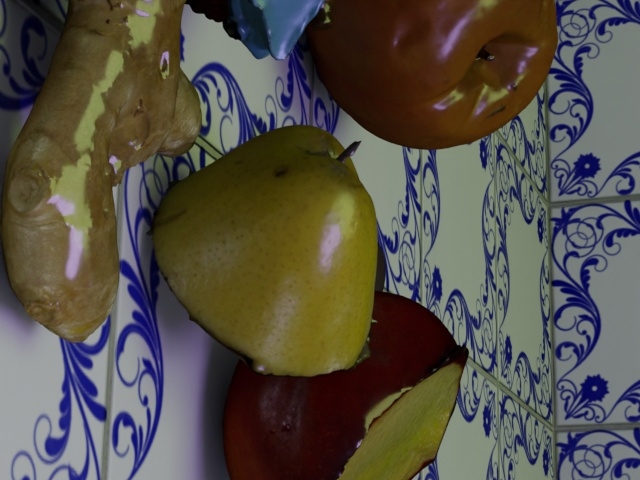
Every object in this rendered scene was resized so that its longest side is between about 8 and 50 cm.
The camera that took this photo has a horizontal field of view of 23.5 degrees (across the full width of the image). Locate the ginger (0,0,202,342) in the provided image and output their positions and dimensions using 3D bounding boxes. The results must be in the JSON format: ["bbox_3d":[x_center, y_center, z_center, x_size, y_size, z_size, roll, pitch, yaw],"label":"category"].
[{"bbox_3d":[-0.175,-0.141,1.261,0.363,0.122,0.348,-56,154,-50],"label":"ginger"}]

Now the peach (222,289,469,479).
[{"bbox_3d":[-0.001,0.187,1.622,0.362,0.201,0.257,-39,152,-47],"label":"peach"}]

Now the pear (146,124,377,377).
[{"bbox_3d":[-0.025,-0.015,1.462,0.178,0.267,0.267,-56,-167,43],"label":"pear"}]

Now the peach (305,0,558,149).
[{"bbox_3d":[0.130,-0.288,1.940,0.343,0.302,0.342,-29,138,-30],"label":"peach"}]

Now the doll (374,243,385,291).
[{"bbox_3d":[0.001,-0.001,1.776,0.182,0.117,0.257,-74,151,-43],"label":"doll"}]

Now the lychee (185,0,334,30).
[{"bbox_3d":[-0.049,-0.340,1.488,0.304,0.276,0.276,66,17,9],"label":"lychee"}]

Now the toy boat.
[{"bbox_3d":[-0.036,-0.266,1.326,0.098,0.109,0.238,49,-46,50],"label":"toy boat"}]
